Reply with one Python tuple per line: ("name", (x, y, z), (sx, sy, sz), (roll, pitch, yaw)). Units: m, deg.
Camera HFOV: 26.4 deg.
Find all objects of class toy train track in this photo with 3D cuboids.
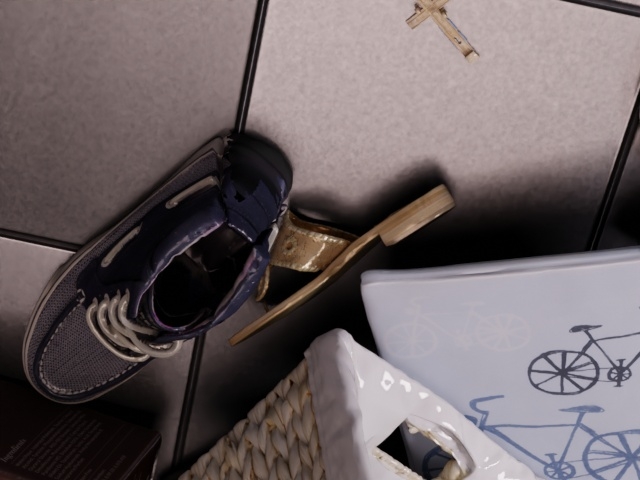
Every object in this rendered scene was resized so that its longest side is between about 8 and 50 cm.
("toy train track", (0.104, -0.180, 1.144), (0.048, 0.014, 0.083), (-37, 110, 21))

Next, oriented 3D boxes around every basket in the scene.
("basket", (0.054, 0.321, 1.140), (0.266, 0.331, 0.328), (-43, 120, 17))

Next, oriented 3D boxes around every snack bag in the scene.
("snack bag", (0.210, 0.127, 1.231), (0.323, 0.037, 0.342), (-7, 131, 15))

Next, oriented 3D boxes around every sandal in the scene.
("sandal", (0.001, 0.000, 1.223), (0.240, 0.088, 0.079), (-33, 86, 12))

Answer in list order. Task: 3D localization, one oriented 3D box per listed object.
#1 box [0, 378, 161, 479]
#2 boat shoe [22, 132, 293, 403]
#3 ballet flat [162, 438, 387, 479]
("box", (-0.282, 0.252, 1.280), (0.203, 0.167, 0.168), (18, 109, 8))
("boat shoe", (-0.164, 0.056, 1.205), (0.127, 0.158, 0.340), (37, 114, -14))
("ballet flat", (-0.045, 0.234, 1.324), (0.280, 0.096, 0.095), (-31, 110, 18))
